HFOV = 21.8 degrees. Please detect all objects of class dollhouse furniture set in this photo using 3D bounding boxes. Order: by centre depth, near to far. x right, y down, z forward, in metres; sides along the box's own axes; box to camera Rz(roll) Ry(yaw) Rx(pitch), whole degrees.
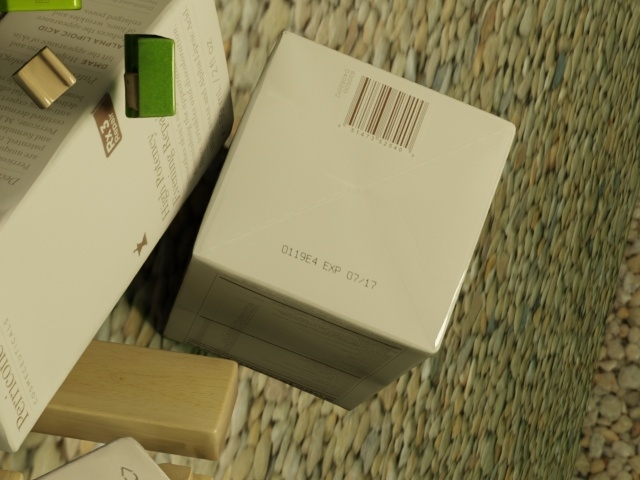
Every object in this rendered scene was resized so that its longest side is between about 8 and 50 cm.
[{"bbox_3d":[-0.139,-0.073,0.700,0.058,0.151,0.076,-157,-115,-75],"label":"dollhouse furniture set"},{"bbox_3d":[-0.127,0.149,0.879,0.123,0.144,0.151,91,10,-45],"label":"dollhouse furniture set"}]

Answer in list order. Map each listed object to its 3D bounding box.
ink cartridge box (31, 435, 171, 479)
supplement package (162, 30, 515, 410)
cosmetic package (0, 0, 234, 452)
[{"bbox_3d":[-0.193,0.219,0.586,0.261,0.066,0.296,-20,150,-50],"label":"ink cartridge box"},{"bbox_3d":[0.000,0.000,0.958,0.244,0.139,0.134,128,-16,-74],"label":"supplement package"},{"bbox_3d":[-0.132,-0.026,0.790,0.117,0.085,0.231,80,31,-48],"label":"cosmetic package"}]
